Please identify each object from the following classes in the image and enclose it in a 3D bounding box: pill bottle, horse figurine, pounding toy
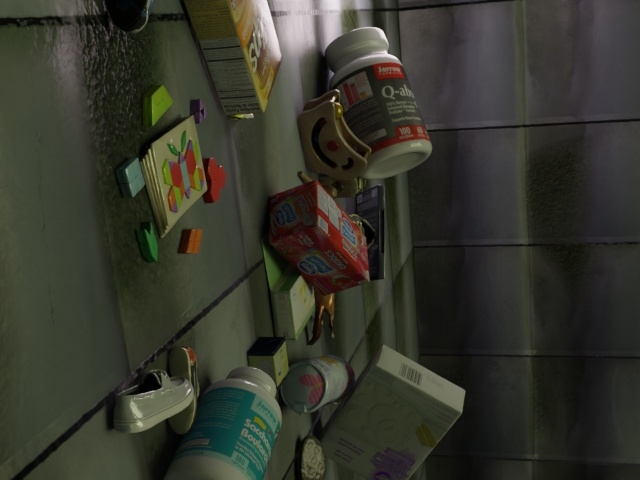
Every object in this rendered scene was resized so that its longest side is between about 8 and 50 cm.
[{"bbox_3d":[0.143,-0.362,2.254,0.210,0.210,0.363,27,43,-73],"label":"pill bottle"},{"bbox_3d":[-0.149,0.327,1.387,0.264,0.146,0.146,-70,154,-53],"label":"pill bottle"},{"bbox_3d":[0.009,0.131,2.130,0.174,0.066,0.263,80,14,-49],"label":"horse figurine"},{"bbox_3d":[0.033,-0.214,2.071,0.155,0.154,0.269,-69,153,-54],"label":"pounding toy"}]

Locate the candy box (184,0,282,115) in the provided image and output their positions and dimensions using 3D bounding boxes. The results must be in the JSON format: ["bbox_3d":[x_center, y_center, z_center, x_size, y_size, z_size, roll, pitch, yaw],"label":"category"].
[{"bbox_3d":[-0.158,-0.403,1.515,0.316,0.088,0.183,73,22,-43],"label":"candy box"}]

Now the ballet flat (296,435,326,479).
[{"bbox_3d":[-0.024,0.583,2.008,0.084,0.058,0.249,-11,95,-39],"label":"ballet flat"}]

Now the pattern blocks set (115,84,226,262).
[{"bbox_3d":[-0.228,-0.108,1.357,0.325,0.026,0.285,-72,156,-49],"label":"pattern blocks set"}]

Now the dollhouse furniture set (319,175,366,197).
[{"bbox_3d":[0.067,-0.207,2.291,0.182,0.101,0.161,-39,126,-71],"label":"dollhouse furniture set"}]

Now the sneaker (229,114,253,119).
[{"bbox_3d":[-0.151,-0.251,1.636,0.083,0.031,0.035,-30,117,-73],"label":"sneaker"}]

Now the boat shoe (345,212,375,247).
[{"bbox_3d":[0.079,-0.025,2.341,0.305,0.091,0.109,17,73,-74],"label":"boat shoe"}]

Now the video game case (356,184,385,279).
[{"bbox_3d":[0.149,-0.018,2.544,0.196,0.026,0.274,163,-73,-73],"label":"video game case"}]

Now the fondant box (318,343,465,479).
[{"bbox_3d":[0.169,0.445,2.095,0.330,0.238,0.096,-60,-178,32],"label":"fondant box"}]

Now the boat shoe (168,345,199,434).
[{"bbox_3d":[-0.215,0.236,1.345,0.043,0.049,0.137,31,54,-74],"label":"boat shoe"}]

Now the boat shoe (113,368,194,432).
[{"bbox_3d":[-0.242,0.220,1.232,0.184,0.066,0.063,-18,107,-64],"label":"boat shoe"}]

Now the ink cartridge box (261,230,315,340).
[{"bbox_3d":[-0.067,0.079,1.879,0.171,0.056,0.235,-55,142,-65],"label":"ink cartridge box"}]

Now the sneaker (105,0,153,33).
[{"bbox_3d":[-0.251,-0.389,1.195,0.081,0.080,0.211,28,63,-69],"label":"sneaker"}]

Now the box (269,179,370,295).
[{"bbox_3d":[0.000,0.000,1.867,0.257,0.123,0.128,46,33,-47],"label":"box"}]

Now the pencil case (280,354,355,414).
[{"bbox_3d":[-0.005,0.332,1.974,0.124,0.113,0.273,-67,164,0],"label":"pencil case"}]

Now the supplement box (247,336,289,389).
[{"bbox_3d":[-0.104,0.248,1.720,0.083,0.056,0.083,-47,134,-68],"label":"supplement box"}]
